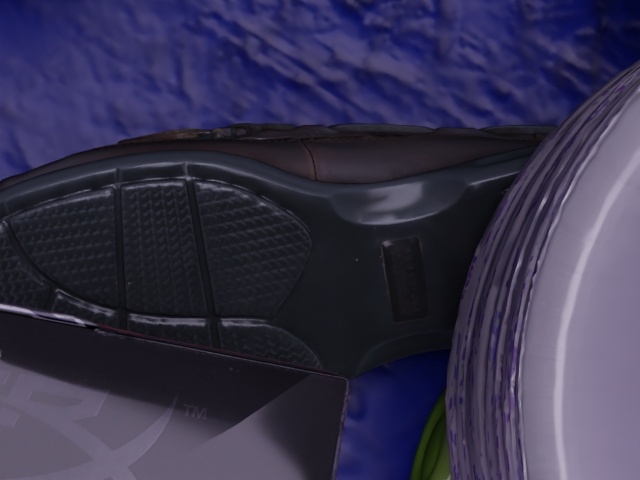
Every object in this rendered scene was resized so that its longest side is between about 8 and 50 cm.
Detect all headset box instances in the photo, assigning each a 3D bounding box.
[{"bbox_3d":[-0.122,0.081,0.542,0.218,0.293,0.110,11,78,-8],"label":"headset box"}]

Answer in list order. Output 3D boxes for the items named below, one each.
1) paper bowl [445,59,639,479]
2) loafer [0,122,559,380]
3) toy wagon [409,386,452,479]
[{"bbox_3d":[0.191,0.054,0.594,0.284,0.148,0.284,1,85,-11],"label":"paper bowl"},{"bbox_3d":[0.000,0.000,0.698,0.267,0.084,0.096,-3,111,-6],"label":"loafer"},{"bbox_3d":[0.134,0.209,0.677,0.267,0.068,0.344,19,78,-5],"label":"toy wagon"}]
